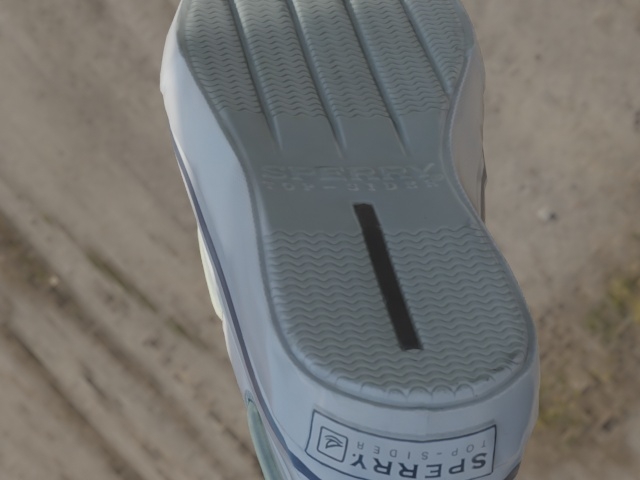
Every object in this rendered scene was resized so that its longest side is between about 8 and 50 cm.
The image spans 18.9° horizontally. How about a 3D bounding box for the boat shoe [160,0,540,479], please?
[{"bbox_3d":[0.000,0.000,0.472,0.083,0.226,0.076,3,123,-4],"label":"boat shoe"}]
